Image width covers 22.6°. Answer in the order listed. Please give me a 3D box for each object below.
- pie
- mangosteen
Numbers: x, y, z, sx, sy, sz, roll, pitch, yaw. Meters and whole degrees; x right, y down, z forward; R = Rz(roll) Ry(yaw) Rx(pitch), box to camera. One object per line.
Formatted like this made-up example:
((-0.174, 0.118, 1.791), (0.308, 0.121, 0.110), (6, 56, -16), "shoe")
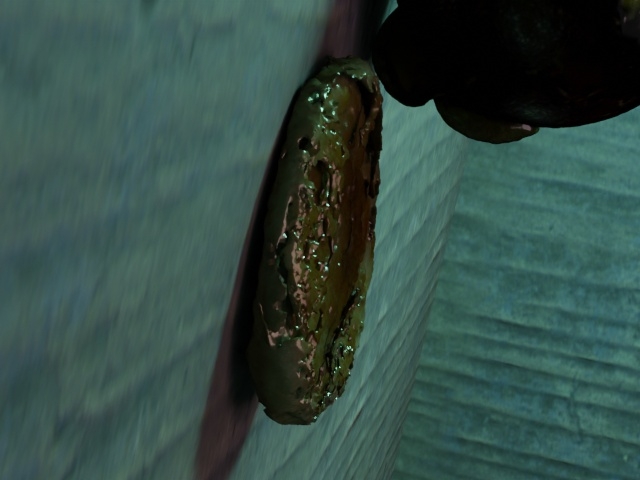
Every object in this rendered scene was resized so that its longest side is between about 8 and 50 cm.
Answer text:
((0.000, 0.000, 1.131), (0.274, 0.055, 0.274), (9, 90, -79), "pie")
((0.181, -0.216, 1.314), (0.288, 0.288, 0.288), (14, 90, -82), "mangosteen")
